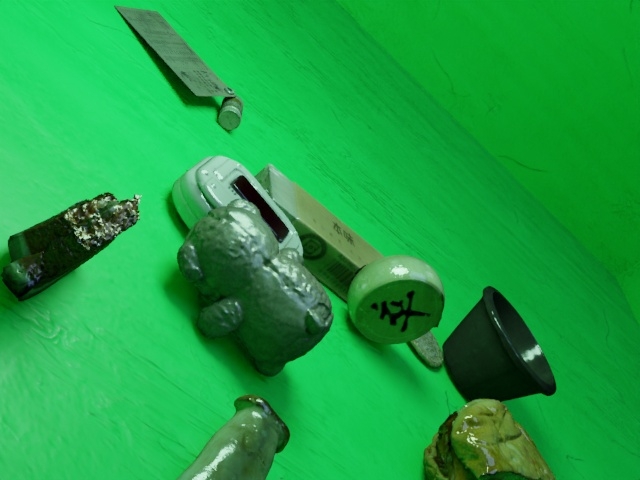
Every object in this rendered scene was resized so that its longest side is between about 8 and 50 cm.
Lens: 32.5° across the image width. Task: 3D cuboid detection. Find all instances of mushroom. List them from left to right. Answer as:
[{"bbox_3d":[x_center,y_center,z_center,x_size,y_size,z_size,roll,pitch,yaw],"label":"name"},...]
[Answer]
[{"bbox_3d":[-0.121,0.300,1.406,0.100,0.081,0.312,47,25,-3],"label":"mushroom"}]

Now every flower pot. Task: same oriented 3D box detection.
[{"bbox_3d":[0.372,0.251,2.363,0.269,0.166,0.269,47,18,-21],"label":"flower pot"}]

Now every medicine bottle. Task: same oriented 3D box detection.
[{"bbox_3d":[-0.183,-0.264,2.247,0.047,0.047,0.083,43,22,-21],"label":"medicine bottle"}]

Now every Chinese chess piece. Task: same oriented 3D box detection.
[{"bbox_3d":[0.144,0.115,2.096,0.188,0.188,0.083,36,25,-35],"label":"Chinese chess piece"}]

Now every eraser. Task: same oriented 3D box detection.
[{"bbox_3d":[0.000,0.000,2.148,0.343,0.078,0.144,39,23,-29],"label":"eraser"}]

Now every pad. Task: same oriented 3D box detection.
[{"bbox_3d":[-0.290,-0.383,2.218,0.265,0.009,0.159,47,24,13],"label":"pad"}]

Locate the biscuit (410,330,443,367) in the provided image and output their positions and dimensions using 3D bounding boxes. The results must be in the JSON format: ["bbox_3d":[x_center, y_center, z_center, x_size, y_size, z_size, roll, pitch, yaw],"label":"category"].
[{"bbox_3d":[0.213,0.206,2.325,0.152,0.020,0.152,46,20,-22],"label":"biscuit"}]

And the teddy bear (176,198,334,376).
[{"bbox_3d":[-0.104,0.072,1.708,0.267,0.151,0.236,42,48,3],"label":"teddy bear"}]

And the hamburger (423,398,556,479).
[{"bbox_3d":[0.291,0.391,1.986,0.330,0.162,0.209,21,34,-49],"label":"hamburger"}]

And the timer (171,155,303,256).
[{"bbox_3d":[-0.137,-0.031,1.901,0.262,0.087,0.237,50,20,-6],"label":"timer"}]

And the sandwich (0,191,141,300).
[{"bbox_3d":[-0.325,-0.003,1.392,0.079,0.159,0.235,55,40,-5],"label":"sandwich"}]
